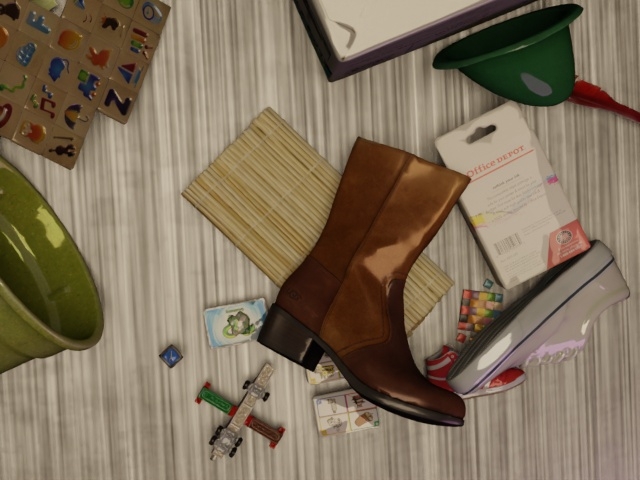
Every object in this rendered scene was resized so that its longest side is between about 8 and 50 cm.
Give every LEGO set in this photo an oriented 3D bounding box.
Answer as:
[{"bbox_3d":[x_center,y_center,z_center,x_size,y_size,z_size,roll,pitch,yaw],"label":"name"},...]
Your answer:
[{"bbox_3d":[-0.065,0.158,1.920,0.244,0.060,0.183,-11,88,-8],"label":"LEGO set"}]

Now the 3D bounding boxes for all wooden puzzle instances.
[{"bbox_3d":[0.193,0.087,1.936,0.049,0.006,0.083,7,94,-3],"label":"wooden puzzle"}]

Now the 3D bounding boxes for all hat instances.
[{"bbox_3d":[0.256,-0.160,1.851,0.208,0.173,0.184,-19,106,13],"label":"hat"}]

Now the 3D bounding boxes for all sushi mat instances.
[{"bbox_3d":[0.000,0.000,1.904,0.316,0.019,0.151,43,79,-5],"label":"sushi mat"}]

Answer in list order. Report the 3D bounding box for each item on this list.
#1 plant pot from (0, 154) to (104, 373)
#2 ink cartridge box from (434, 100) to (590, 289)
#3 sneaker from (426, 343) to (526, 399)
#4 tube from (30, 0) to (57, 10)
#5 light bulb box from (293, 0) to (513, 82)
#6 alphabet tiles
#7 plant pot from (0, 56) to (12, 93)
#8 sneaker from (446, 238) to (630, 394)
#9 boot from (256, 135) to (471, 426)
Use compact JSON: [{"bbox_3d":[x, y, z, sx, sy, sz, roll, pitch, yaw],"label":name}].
[{"bbox_3d":[-0.427,0.067,1.795,0.254,0.276,0.276,-33,95,11],"label":"plant pot"},{"bbox_3d":[0.221,-0.056,1.897,0.115,0.067,0.198,-27,96,-1],"label":"ink cartridge box"},{"bbox_3d":[0.184,0.152,1.922,0.118,0.042,0.067,-12,98,0],"label":"sneaker"},{"bbox_3d":[-0.412,-0.346,1.855,0.240,0.070,0.062,55,49,-9],"label":"tube"},{"bbox_3d":[0.132,-0.343,1.726,0.357,0.361,0.225,-22,93,-1],"label":"light bulb box"},{"bbox_3d":[-0.291,-0.209,1.815,0.198,0.009,0.237,27,70,-25],"label":"alphabet tiles"},{"bbox_3d":[-0.375,-0.191,1.838,0.095,0.134,0.134,-36,95,-20],"label":"plant pot"},{"bbox_3d":[0.263,0.108,1.880,0.258,0.094,0.091,-39,95,-13],"label":"sneaker"},{"bbox_3d":[0.099,0.050,1.842,0.264,0.096,0.280,26,83,21],"label":"boot"}]
